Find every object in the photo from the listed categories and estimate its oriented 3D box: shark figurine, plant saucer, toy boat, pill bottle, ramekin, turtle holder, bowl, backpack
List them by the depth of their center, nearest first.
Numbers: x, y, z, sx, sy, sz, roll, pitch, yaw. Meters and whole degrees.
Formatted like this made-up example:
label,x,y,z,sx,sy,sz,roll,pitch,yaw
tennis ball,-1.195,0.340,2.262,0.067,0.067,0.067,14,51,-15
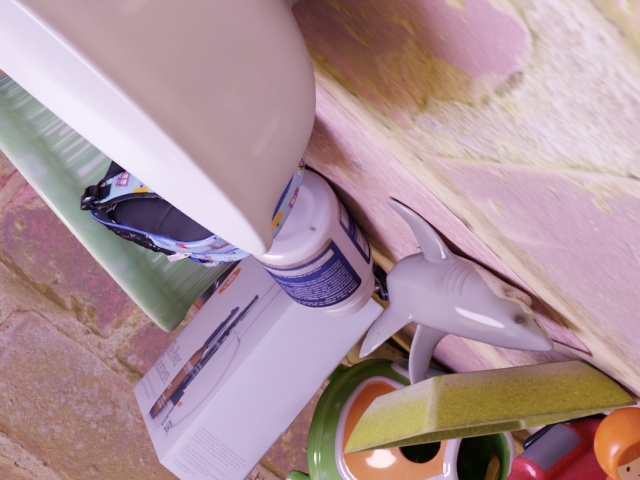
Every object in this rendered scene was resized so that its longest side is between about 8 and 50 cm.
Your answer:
label,x,y,z,sx,sy,sz,roll,pitch,yaw
bowl,-0.105,-0.134,0.639,0.298,0.134,0.298,37,171,7
toy boat,0.249,0.195,0.907,0.231,0.151,0.151,25,139,45
backpack,-0.081,-0.054,0.929,0.173,0.158,0.117,14,165,43
plant saucer,0.133,0.138,0.976,0.188,0.188,0.045,141,123,-65
shark figurine,0.078,0.065,0.990,0.166,0.116,0.278,40,170,0
pill bottle,-0.005,0.010,1.096,0.094,0.094,0.169,34,170,31
ramekin,-0.191,-0.070,1.144,0.303,0.148,0.303,48,173,8
turtle holder,0.136,0.296,1.515,0.227,0.243,0.320,-3,130,43

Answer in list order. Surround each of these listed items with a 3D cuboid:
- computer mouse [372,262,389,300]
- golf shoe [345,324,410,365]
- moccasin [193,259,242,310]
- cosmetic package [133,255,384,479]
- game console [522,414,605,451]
label,x,y,z,sx,sy,sz,roll,pitch,yaw
computer mouse,0.000,0.000,1.204,0.242,0.041,0.071,44,169,-35
golf shoe,0.091,0.161,1.643,0.086,0.069,0.176,10,160,31
moccasin,-0.193,0.031,1.840,0.380,0.139,0.147,46,170,-35
cosmetic package,-0.093,0.139,1.426,0.097,0.284,0.377,43,174,-13
game console,0.272,0.218,1.105,0.122,0.107,0.071,43,-161,-22
